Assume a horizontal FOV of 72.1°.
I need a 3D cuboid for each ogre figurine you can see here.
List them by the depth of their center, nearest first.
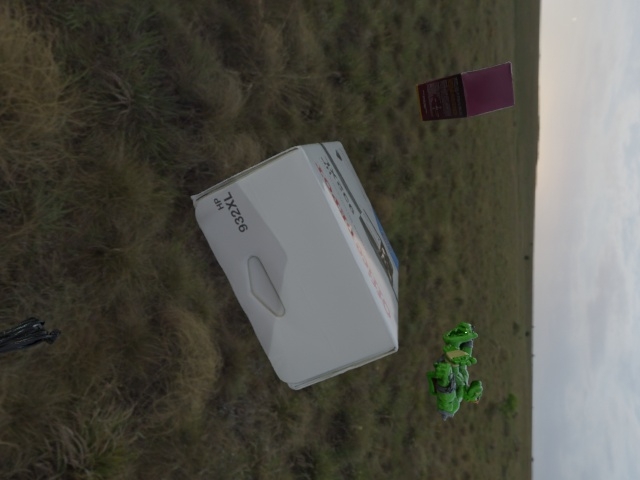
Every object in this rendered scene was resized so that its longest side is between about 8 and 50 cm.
[{"bbox_3d":[0.243,0.237,0.800,0.197,0.096,0.118,-64,154,-71],"label":"ogre figurine"}]

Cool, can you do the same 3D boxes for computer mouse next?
[{"bbox_3d":[-0.506,0.166,0.674,0.184,0.262,0.060,-16,79,-37],"label":"computer mouse"}]

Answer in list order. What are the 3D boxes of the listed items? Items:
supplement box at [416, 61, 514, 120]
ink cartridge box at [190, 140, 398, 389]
[{"bbox_3d":[0.282,-0.291,0.879,0.188,0.103,0.081,-137,-148,-71],"label":"supplement box"},{"bbox_3d":[0.000,0.000,0.563,0.223,0.128,0.307,64,15,-8],"label":"ink cartridge box"}]
